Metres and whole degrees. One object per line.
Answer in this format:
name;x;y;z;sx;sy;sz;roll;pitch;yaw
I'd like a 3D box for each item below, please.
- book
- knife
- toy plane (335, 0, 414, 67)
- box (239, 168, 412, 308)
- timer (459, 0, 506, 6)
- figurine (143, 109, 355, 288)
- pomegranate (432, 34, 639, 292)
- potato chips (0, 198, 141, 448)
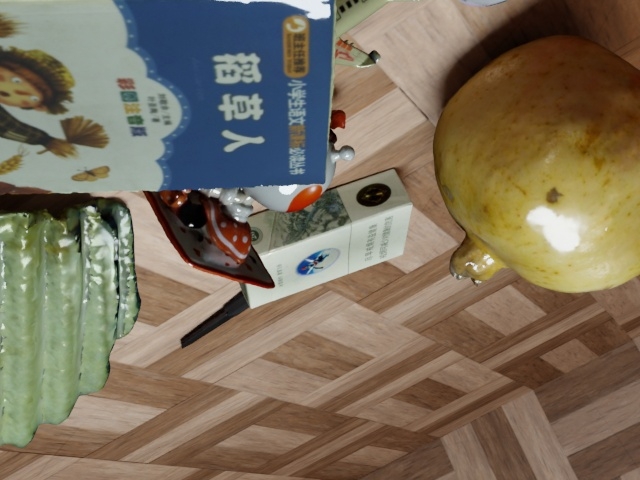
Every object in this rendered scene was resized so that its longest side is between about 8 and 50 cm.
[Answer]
book;-0.202;-0.131;0.860;0.428;0.039;0.300;-2;153;-2
knife;-0.158;0.128;1.564;0.230;0.028;0.060;-36;164;29
toy plane;-0.005;-0.222;0.915;0.256;0.104;0.242;-21;157;-4
box;0.000;0.000;1.387;0.257;0.069;0.164;-19;154;-10
timer;0.206;-0.327;0.925;0.191;0.069;0.208;-22;153;-3
figurine;-0.061;-0.081;1.116;0.226;0.160;0.183;-43;150;17
pomegranate;0.288;-0.076;1.178;0.343;0.342;0.342;-19;154;-9
potato chips;-0.387;0.119;1.161;0.359;0.070;0.429;-15;138;-34
